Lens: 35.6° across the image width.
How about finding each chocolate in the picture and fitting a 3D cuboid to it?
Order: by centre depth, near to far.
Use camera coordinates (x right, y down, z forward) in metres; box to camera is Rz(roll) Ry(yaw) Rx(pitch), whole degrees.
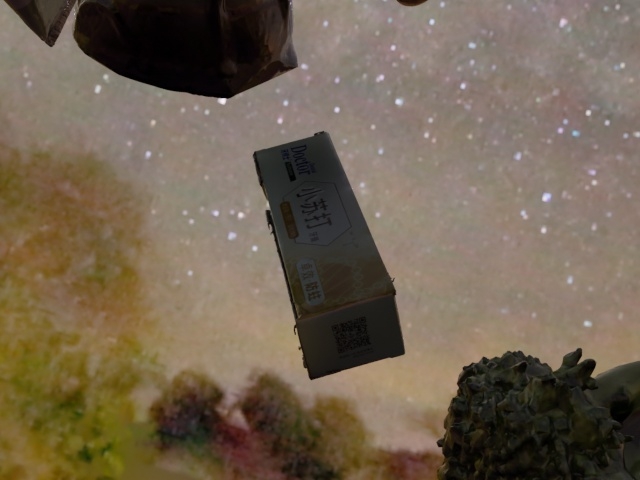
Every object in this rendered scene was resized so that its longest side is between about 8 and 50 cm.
[{"bbox_3d":[-0.148,-0.314,1.152,0.283,0.284,0.186,17,-52,-2],"label":"chocolate"}]

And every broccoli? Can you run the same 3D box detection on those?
[{"bbox_3d":[0.206,0.169,0.675,0.259,0.235,0.288,-8,29,-18],"label":"broccoli"}]

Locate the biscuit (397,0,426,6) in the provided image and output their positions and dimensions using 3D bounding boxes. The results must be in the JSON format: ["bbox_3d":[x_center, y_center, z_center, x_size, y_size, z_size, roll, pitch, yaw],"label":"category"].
[{"bbox_3d":[0.131,-0.331,0.870,0.160,0.250,0.030,-14,-25,30],"label":"biscuit"}]

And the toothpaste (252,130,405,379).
[{"bbox_3d":[0.000,0.000,0.897,0.089,0.313,0.071,-16,-59,-1],"label":"toothpaste"}]

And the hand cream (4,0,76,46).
[{"bbox_3d":[-0.229,-0.222,0.717,0.055,0.086,0.235,27,-5,19],"label":"hand cream"}]
